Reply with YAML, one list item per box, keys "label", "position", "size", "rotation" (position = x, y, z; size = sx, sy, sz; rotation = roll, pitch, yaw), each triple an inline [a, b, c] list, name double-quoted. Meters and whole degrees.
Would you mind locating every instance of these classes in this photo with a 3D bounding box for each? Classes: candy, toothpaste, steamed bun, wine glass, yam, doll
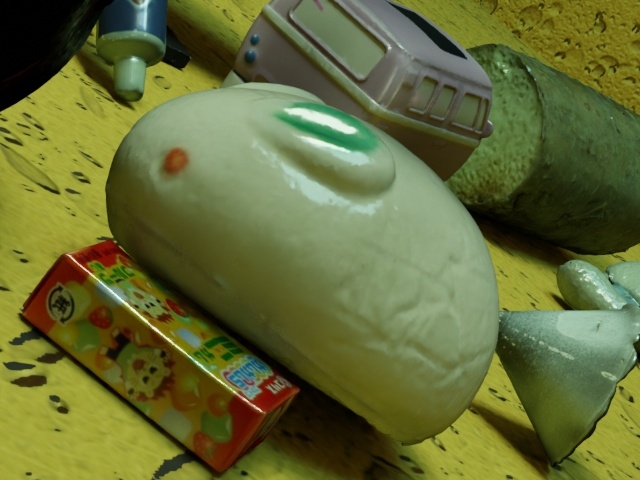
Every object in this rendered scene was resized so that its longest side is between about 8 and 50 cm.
- label: "candy"
  position: [-0.074, 0.051, 0.825]
  size: [0.122, 0.038, 0.062]
  rotation: [38, 14, 8]
- label: "toothpaste"
  position: [-0.133, -0.224, 1.265]
  size: [0.047, 0.069, 0.268]
  rotation: [44, 42, -63]
- label: "steamed bun"
  position: [0.000, 0.000, 0.920]
  size: [0.228, 0.131, 0.177]
  rotation: [37, -1, -19]
- label: "wine glass"
  position: [0.100, 0.049, 1.114]
  size: [0.183, 0.122, 0.122]
  rotation: [29, 14, -1]
- label: "yam"
  position: [0.216, -0.079, 1.669]
  size: [0.268, 0.161, 0.161]
  rotation: [19, 22, -51]
- label: "doll"
  position: [0.299, 0.066, 1.567]
  size: [0.214, 0.072, 0.103]
  rotation: [22, 18, -32]

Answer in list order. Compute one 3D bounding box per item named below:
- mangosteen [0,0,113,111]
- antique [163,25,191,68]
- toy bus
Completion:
- label: "mangosteen"
  position: [-0.210, -0.200, 0.815]
  size: [0.300, 0.300, 0.300]
  rotation: [33, 15, -10]
- label: "antique"
  position: [-0.151, -0.193, 1.469]
  size: [0.031, 0.015, 0.192]
  rotation: [27, 18, -37]
- label: "toy bus"
  position: [0.036, -0.111, 1.383]
  size: [0.142, 0.142, 0.202]
  rotation: [42, 15, 26]
